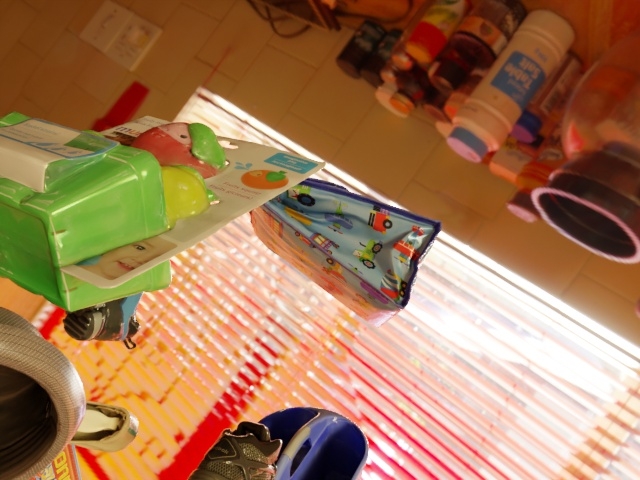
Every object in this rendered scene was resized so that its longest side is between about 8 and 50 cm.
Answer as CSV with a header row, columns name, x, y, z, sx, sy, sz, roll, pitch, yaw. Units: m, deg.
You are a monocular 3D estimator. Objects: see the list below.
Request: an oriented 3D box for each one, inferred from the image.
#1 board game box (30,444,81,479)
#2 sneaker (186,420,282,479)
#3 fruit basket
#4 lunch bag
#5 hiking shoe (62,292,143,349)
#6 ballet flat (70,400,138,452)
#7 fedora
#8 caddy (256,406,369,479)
name,x,y,z,sx,sy,sz,roll,pitch,yaw
board game box,-0.593,0.529,1.056,0.086,0.308,0.302,2,-164,24
sneaker,-0.084,0.329,0.746,0.087,0.130,0.227,0,130,31
fruit basket,-0.218,-0.082,0.649,0.327,0.353,0.165,19,129,26
lunch bag,0.000,0.000,0.847,0.293,0.138,0.221,26,165,4
hiking shoe,-0.379,0.040,1.042,0.113,0.303,0.132,-3,162,34
ballet flat,-0.396,0.259,0.832,0.249,0.086,0.086,10,-178,-8
fedora,-0.369,0.139,0.523,0.276,0.243,0.124,-3,-146,-26
caddy,-0.047,0.447,1.072,0.241,0.179,0.341,10,-160,21
